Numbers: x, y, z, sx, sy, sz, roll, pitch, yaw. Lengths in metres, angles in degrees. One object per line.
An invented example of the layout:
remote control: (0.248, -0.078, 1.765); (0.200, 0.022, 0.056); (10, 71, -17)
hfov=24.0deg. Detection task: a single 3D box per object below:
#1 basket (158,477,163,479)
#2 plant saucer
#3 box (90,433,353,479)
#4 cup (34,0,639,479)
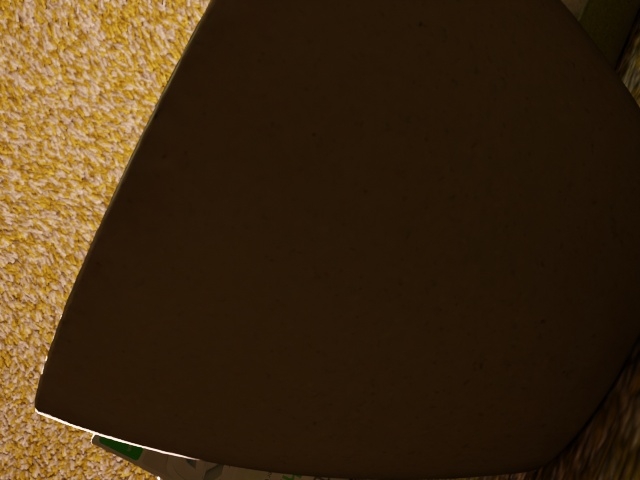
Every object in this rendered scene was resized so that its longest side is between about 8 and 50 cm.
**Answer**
basket: (-0.121, 0.216, 1.984); (0.255, 0.201, 0.289); (-68, -26, -60)
plant saucer: (0.191, -0.131, 1.165); (0.188, 0.045, 0.188); (-64, 3, -25)
box: (-0.079, 0.172, 1.480); (0.126, 0.231, 0.262); (-63, 2, 3)
cup: (0.038, -0.011, 0.757); (0.331, 0.237, 0.331); (-63, 1, 2)
